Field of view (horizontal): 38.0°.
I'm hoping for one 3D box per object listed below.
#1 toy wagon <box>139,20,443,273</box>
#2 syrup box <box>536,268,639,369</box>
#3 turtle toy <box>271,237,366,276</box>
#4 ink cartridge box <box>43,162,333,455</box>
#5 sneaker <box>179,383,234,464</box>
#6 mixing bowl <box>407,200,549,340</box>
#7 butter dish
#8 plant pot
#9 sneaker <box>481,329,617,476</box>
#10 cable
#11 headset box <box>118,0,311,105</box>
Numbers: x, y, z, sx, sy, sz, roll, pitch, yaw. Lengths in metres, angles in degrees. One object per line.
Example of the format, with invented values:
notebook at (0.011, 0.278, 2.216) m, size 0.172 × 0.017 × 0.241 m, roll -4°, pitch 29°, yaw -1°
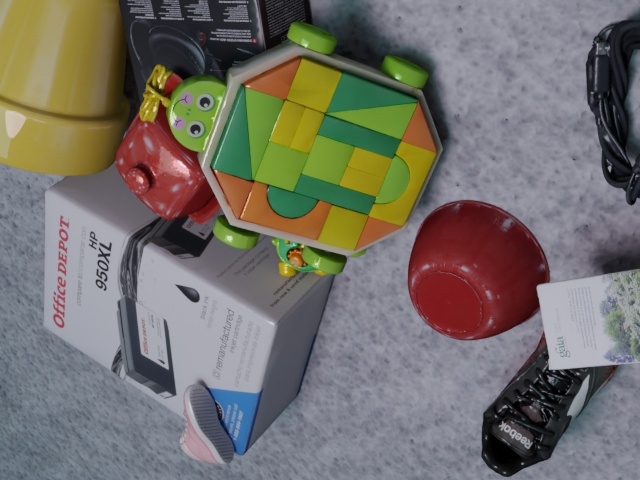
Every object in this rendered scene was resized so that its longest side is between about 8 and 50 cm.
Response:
toy wagon at (-0.036, -0.109, 1.064) m, size 0.344 × 0.068 × 0.267 m, roll 16°, pitch 109°, yaw -22°
syrup box at (0.346, 0.073, 0.940) m, size 0.236 × 0.096 × 0.093 m, roll -14°, pitch 81°, yaw 46°
turtle toy at (0.000, 0.000, 1.225) m, size 0.066 × 0.130 × 0.095 m, roll 177°, pitch 91°, yaw -73°
ink cartridge box at (-0.209, 0.085, 1.370) m, size 0.394 × 0.166 × 0.286 m, roll 29°, pitch 130°, yaw 17°
sneaker at (-0.178, 0.262, 1.313) m, size 0.070 × 0.051 × 0.134 m, roll -6°, pitch 119°, yaw 31°
mixing bowl at (0.175, 0.054, 1.134) m, size 0.181 × 0.098 × 0.181 m, roll 18°, pitch 126°, yaw 26°
butter dish at (-0.190, -0.093, 1.135) m, size 0.160 × 0.118 × 0.160 m, roll 47°, pitch 134°, yaw 2°
plant pot at (-0.362, -0.249, 1.245) m, size 0.254 × 0.254 × 0.239 m, roll 31°, pitch 114°, yaw 16°
sneaker at (0.272, 0.189, 1.123) m, size 0.097 × 0.135 × 0.276 m, roll 36°, pitch 130°, yaw 15°
cable at (0.315, -0.123, 0.913) m, size 0.150 × 0.047 × 0.185 m, roll -139°, pitch 42°, yaw -70°
headset box at (-0.121, -0.211, 1.172) m, size 0.218 × 0.110 × 0.293 m, roll 9°, pitch 121°, yaw 31°
